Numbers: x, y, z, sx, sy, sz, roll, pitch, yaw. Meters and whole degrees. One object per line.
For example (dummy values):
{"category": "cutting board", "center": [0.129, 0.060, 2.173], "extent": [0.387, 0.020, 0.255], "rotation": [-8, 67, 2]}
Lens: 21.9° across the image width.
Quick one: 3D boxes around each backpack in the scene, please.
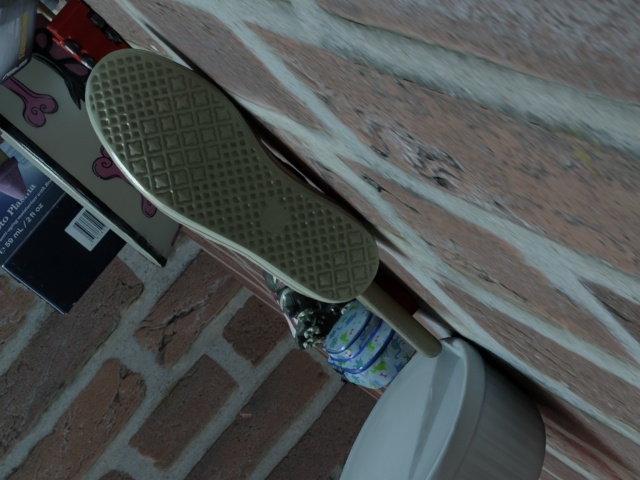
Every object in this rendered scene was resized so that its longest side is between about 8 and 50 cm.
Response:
{"category": "backpack", "center": [0.062, 0.135, 2.113], "extent": [0.084, 0.105, 0.114], "rotation": [42, 169, -24]}

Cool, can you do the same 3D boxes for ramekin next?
{"category": "ramekin", "center": [0.134, 0.250, 1.801], "extent": [0.127, 0.273, 0.273], "rotation": [30, 177, -13]}

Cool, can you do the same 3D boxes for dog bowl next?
{"category": "dog bowl", "center": [-0.319, -0.149, 2.188], "extent": [0.408, 0.150, 0.408], "rotation": [39, 174, 5]}

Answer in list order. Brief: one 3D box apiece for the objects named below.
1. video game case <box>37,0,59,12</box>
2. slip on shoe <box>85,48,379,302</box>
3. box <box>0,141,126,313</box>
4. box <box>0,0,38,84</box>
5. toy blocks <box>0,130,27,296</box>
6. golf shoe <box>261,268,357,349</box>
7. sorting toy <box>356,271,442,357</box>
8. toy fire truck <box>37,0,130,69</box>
{"category": "video game case", "center": [-0.388, -0.330, 1.870], "extent": [0.193, 0.023, 0.212], "rotation": [42, 175, -18]}
{"category": "slip on shoe", "center": [-0.088, -0.059, 1.564], "extent": [0.331, 0.123, 0.101], "rotation": [37, 180, -18]}
{"category": "box", "center": [-0.436, -0.096, 2.615], "extent": [0.294, 0.296, 0.183], "rotation": [35, 173, 40]}
{"category": "box", "center": [-0.389, -0.287, 1.693], "extent": [0.231, 0.056, 0.183], "rotation": [44, 157, 6]}
{"category": "toy blocks", "center": [-0.503, -0.018, 2.067], "extent": [0.260, 0.309, 0.288], "rotation": [48, 174, -8]}
{"category": "golf shoe", "center": [-0.018, 0.062, 2.230], "extent": [0.120, 0.105, 0.273], "rotation": [55, 174, 20]}
{"category": "sorting toy", "center": [0.000, 0.000, 1.840], "extent": [0.307, 0.041, 0.229], "rotation": [43, 178, -21]}
{"category": "toy fire truck", "center": [-0.261, -0.220, 1.756], "extent": [0.192, 0.047, 0.135], "rotation": [44, 173, -34]}
